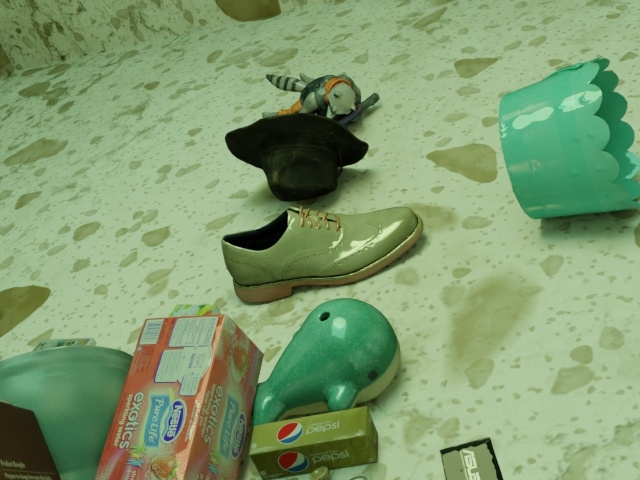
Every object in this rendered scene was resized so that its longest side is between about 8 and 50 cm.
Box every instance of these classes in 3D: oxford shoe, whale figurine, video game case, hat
[{"bbox_3d":[0.000,0.000,1.521,0.397,0.146,0.140,-19,32,4],"label":"oxford shoe"},{"bbox_3d":[-0.010,0.193,1.248,0.272,0.141,0.216,-29,33,-4],"label":"whale figurine"},{"bbox_3d":[-0.548,0.257,1.587,0.143,0.019,0.157,-5,35,24],"label":"video game case"},{"bbox_3d":[-0.055,-0.158,1.748,0.331,0.331,0.134,-5,74,24],"label":"hat"}]

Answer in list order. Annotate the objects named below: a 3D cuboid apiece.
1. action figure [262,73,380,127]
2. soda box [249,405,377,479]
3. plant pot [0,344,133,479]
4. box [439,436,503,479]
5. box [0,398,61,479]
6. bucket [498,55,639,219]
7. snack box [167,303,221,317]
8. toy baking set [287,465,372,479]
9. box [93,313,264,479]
[{"bbox_3d":[-0.039,-0.346,2.040,0.341,0.178,0.330,-38,26,-27],"label":"action figure"},{"bbox_3d":[-0.009,0.299,1.164,0.181,0.061,0.058,-13,32,13],"label":"soda box"},{"bbox_3d":[-0.399,0.318,1.202,0.293,0.293,0.196,-21,59,1],"label":"plant pot"},{"bbox_3d":[0.193,0.372,0.794,0.060,0.216,0.270,-17,32,10],"label":"box"},{"bbox_3d":[-0.373,0.389,0.942,0.143,0.191,0.381,-27,71,-4],"label":"box"},{"bbox_3d":[0.446,-0.172,1.405,0.183,0.281,0.281,-12,33,30],"label":"bucket"},{"bbox_3d":[-0.264,0.182,1.511,0.100,0.037,0.141,-3,37,29],"label":"snack box"},{"bbox_3d":[-0.033,0.366,1.037,0.197,0.030,0.256,-37,15,-29],"label":"toy baking set"},{"bbox_3d":[-0.203,0.273,1.168,0.154,0.142,0.300,-7,53,24],"label":"box"}]
